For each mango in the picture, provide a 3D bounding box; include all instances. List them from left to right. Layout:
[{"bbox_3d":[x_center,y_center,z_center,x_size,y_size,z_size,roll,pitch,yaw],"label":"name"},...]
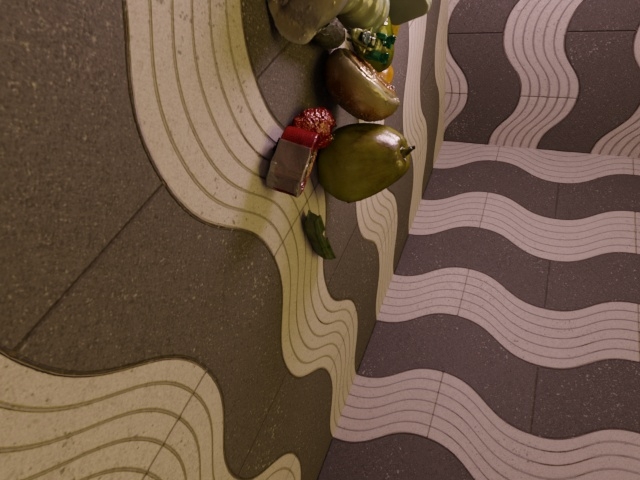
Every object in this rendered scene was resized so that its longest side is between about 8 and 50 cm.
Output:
[{"bbox_3d":[0.245,-0.680,1.730,0.147,0.109,0.227,109,4,-64],"label":"mango"}]

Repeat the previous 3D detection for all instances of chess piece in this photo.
[{"bbox_3d":[0.071,-0.762,1.234,0.330,0.182,0.182,-18,118,-57],"label":"chess piece"}]

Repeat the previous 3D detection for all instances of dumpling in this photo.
[{"bbox_3d":[-0.029,-0.664,1.012,0.243,0.227,0.175,-63,-163,-16],"label":"dumpling"}]

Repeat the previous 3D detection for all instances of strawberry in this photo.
[{"bbox_3d":[-0.025,-0.356,1.280,0.148,0.131,0.131,-12,120,-18],"label":"strawberry"}]

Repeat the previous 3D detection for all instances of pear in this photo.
[{"bbox_3d":[0.162,-0.288,1.436,0.287,0.375,0.287,17,69,-55],"label":"pear"}]

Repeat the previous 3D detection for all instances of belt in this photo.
[{"bbox_3d":[-0.087,-0.234,1.176,0.128,0.124,0.201,64,45,-84],"label":"belt"}]

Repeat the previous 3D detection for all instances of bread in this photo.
[{"bbox_3d":[0.136,-0.524,1.390,0.159,0.305,0.305,-49,168,26],"label":"bread"}]

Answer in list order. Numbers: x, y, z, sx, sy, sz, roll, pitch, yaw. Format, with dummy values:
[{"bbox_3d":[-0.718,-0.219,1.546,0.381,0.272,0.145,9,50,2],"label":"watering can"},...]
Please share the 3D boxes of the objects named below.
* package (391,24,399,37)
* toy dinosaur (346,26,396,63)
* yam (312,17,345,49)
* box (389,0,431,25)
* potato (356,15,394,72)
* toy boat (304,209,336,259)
[{"bbox_3d":[0.274,-0.903,1.698,0.226,0.090,0.168,-17,125,-57],"label":"package"},{"bbox_3d":[0.173,-0.655,1.361,0.259,0.153,0.094,-46,158,-75],"label":"toy dinosaur"},{"bbox_3d":[0.008,-0.645,1.215,0.183,0.107,0.107,-16,116,-65],"label":"yam"},{"bbox_3d":[0.311,-1.086,1.506,0.352,0.177,0.344,42,60,-42],"label":"box"},{"bbox_3d":[0.206,-0.783,1.547,0.186,0.148,0.253,-63,148,-59],"label":"potato"},{"bbox_3d":[0.000,0.000,1.521,0.055,0.093,0.293,-48,147,-18],"label":"toy boat"}]
